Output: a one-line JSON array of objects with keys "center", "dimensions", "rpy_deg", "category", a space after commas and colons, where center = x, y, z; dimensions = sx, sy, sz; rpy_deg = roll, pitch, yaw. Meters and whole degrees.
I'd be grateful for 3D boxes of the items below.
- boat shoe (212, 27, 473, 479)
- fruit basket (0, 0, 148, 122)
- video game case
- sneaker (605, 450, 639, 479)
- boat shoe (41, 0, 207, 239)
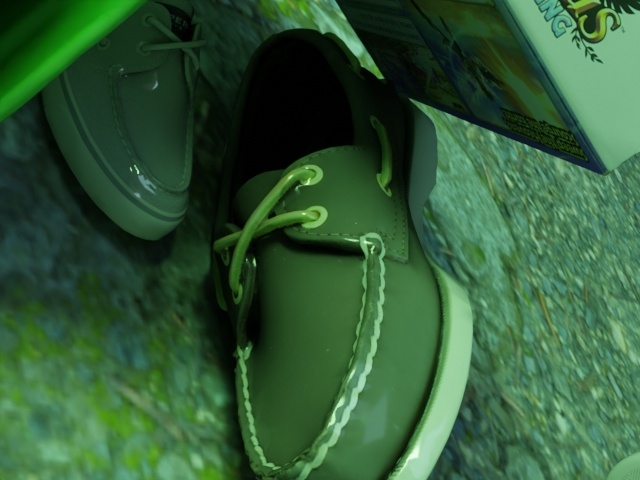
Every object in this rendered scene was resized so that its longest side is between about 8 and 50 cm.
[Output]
[{"center": [-0.003, 0.003, 0.526], "dimensions": [0.091, 0.109, 0.305], "rpy_deg": [42, 26, -23], "category": "boat shoe"}, {"center": [-0.159, -0.185, 0.263], "dimensions": [0.392, 0.283, 0.392], "rpy_deg": [50, 14, -17], "category": "fruit basket"}, {"center": [0.028, -0.162, 0.517], "dimensions": [0.244, 0.061, 0.269], "rpy_deg": [55, -4, -19], "category": "video game case"}, {"center": [0.231, 0.221, 0.702], "dimensions": [0.121, 0.079, 0.217], "rpy_deg": [-5, 73, -62], "category": "sneaker"}, {"center": [-0.082, -0.089, 0.537], "dimensions": [0.066, 0.063, 0.184], "rpy_deg": [26, 40, -43], "category": "boat shoe"}]
